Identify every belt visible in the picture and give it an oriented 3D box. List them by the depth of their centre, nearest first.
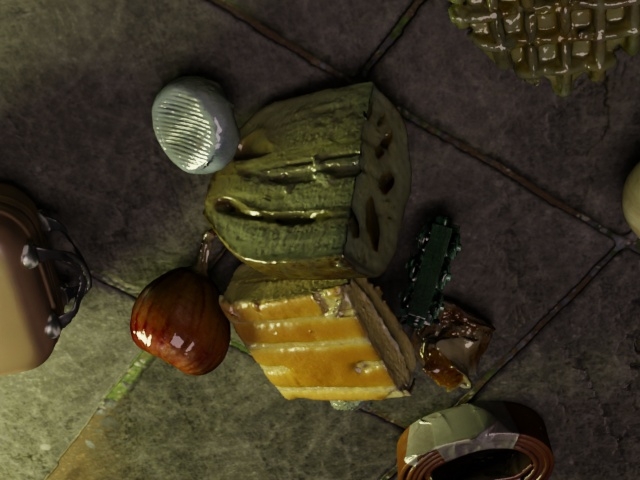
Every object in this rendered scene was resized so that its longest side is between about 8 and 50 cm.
[{"bbox_3d":[0.258,0.363,2.094,0.261,0.105,0.184,-6,124,5],"label":"belt"}]

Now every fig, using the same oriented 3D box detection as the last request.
[{"bbox_3d":[-0.214,0.107,1.892,0.149,0.202,0.148,-6,160,2],"label":"fig"}]

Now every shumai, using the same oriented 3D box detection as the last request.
[{"bbox_3d":[0.211,0.177,1.949,0.145,0.116,0.145,-2,125,-3],"label":"shumai"}]

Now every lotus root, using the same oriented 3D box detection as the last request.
[{"bbox_3d":[-0.022,-0.052,1.705,0.260,0.267,0.149,-9,148,34],"label":"lotus root"}]

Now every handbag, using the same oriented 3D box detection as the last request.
[{"bbox_3d":[-0.476,0.058,1.838,0.283,0.149,0.302,-5,124,6],"label":"handbag"}]

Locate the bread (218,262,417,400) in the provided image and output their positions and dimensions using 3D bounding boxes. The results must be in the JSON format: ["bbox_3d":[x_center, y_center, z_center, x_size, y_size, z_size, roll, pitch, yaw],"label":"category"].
[{"bbox_3d":[0.002,0.133,1.864,0.246,0.111,0.239,-3,134,34],"label":"bread"}]

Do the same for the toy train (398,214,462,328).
[{"bbox_3d":[0.161,0.047,1.842,0.071,0.111,0.170,16,88,6],"label":"toy train"}]

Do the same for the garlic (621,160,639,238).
[{"bbox_3d":[0.586,-0.070,1.723,0.322,0.241,0.322,-10,145,-7],"label":"garlic"}]

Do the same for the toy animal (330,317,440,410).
[{"bbox_3d":[0.101,0.181,1.976,0.079,0.070,0.253,49,116,17],"label":"toy animal"}]

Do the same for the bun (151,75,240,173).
[{"bbox_3d":[-0.163,-0.160,1.708,0.141,0.083,0.141,16,117,35],"label":"bun"}]

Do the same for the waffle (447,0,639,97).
[{"bbox_3d":[0.317,-0.338,1.614,0.309,0.056,0.292,33,119,-21],"label":"waffle"}]
